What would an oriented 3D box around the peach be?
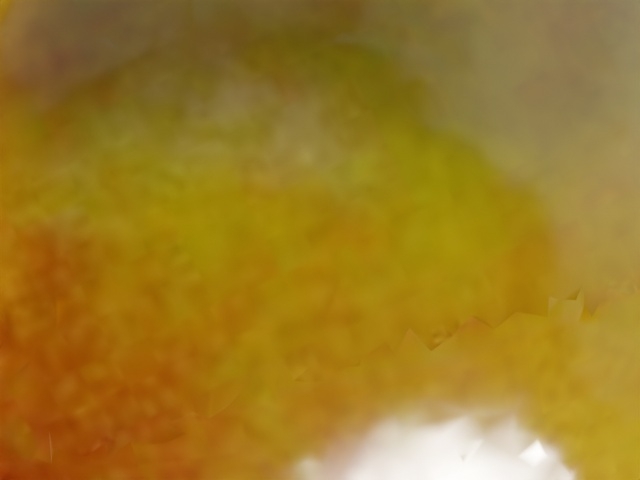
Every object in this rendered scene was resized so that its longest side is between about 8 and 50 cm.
[{"bbox_3d":[0.000,0.000,0.455,0.308,0.332,0.308,43,141,47],"label":"peach"}]
